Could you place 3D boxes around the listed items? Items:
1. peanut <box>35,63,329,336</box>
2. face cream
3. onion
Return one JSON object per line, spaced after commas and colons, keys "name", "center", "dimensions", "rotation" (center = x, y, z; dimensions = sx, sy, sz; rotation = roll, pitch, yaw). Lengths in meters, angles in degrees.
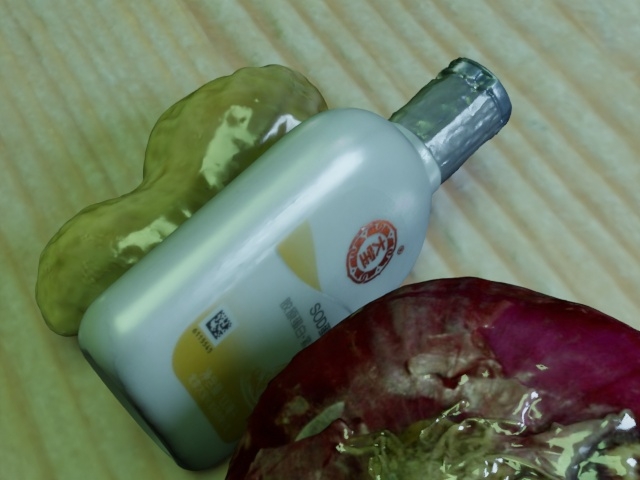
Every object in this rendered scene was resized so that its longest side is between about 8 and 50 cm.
{"name": "peanut", "center": [-0.081, -0.024, 0.618], "dimensions": [0.229, 0.098, 0.103], "rotation": [-50, 26, -22]}
{"name": "face cream", "center": [0.000, 0.000, 0.572], "dimensions": [0.291, 0.144, 0.071], "rotation": [-42, 48, -20]}
{"name": "onion", "center": [0.072, 0.142, 0.452], "dimensions": [0.246, 0.190, 0.246], "rotation": [-14, 55, 21]}
